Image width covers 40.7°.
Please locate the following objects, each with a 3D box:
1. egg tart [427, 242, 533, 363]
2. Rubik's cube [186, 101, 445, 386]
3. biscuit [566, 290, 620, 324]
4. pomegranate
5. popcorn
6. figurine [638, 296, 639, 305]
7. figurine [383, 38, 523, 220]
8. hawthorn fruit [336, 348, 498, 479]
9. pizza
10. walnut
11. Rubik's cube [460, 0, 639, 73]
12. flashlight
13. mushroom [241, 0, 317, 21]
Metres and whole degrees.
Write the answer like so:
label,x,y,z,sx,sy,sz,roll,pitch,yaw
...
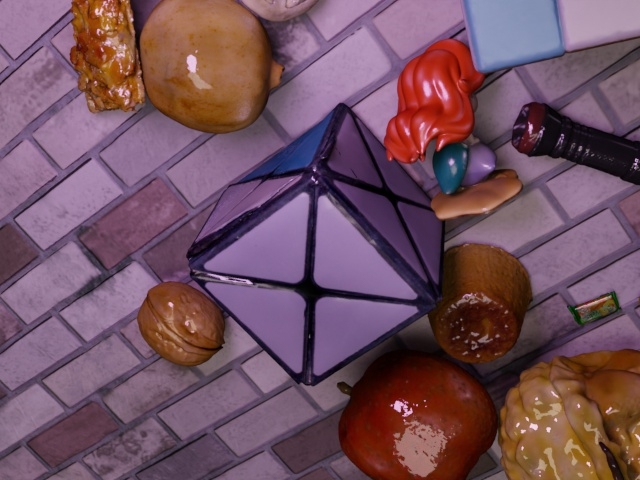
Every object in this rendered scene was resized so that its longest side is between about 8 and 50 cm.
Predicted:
label,x,y,z,sx,sy,sz,roll,pitch,yaw
egg tart,0.281,0.123,1.532,0.203,0.147,0.202,3,117,5
Rubik's cube,0.000,0.000,1.434,0.307,0.305,0.310,-34,109,25
biscuit,0.500,0.124,1.571,0.089,0.016,0.046,-24,110,19
pomegranate,-0.179,-0.278,1.367,0.233,0.233,0.233,4,117,7
popcorn,0.497,0.368,1.510,0.349,0.381,0.348,-3,112,-7
figurine,0.637,0.076,1.424,0.215,0.215,0.228,2,119,8
figurine,0.200,-0.170,1.371,0.208,0.181,0.257,-29,110,-3
hawthorn fruit,0.164,0.331,1.596,0.300,0.275,0.275,27,118,9
pizza,-0.344,-0.299,1.366,0.086,0.226,0.335,-13,151,-24
walnut,-0.263,0.161,1.642,0.180,0.144,0.144,33,117,-13
Rubik's cube,0.333,-0.452,1.122,0.345,0.347,0.346,-10,114,12
flashlight,0.433,-0.154,1.409,0.232,0.093,0.093,17,118,-6
mushroom,-0.062,-0.414,1.327,0.154,0.122,0.154,-6,104,-24
